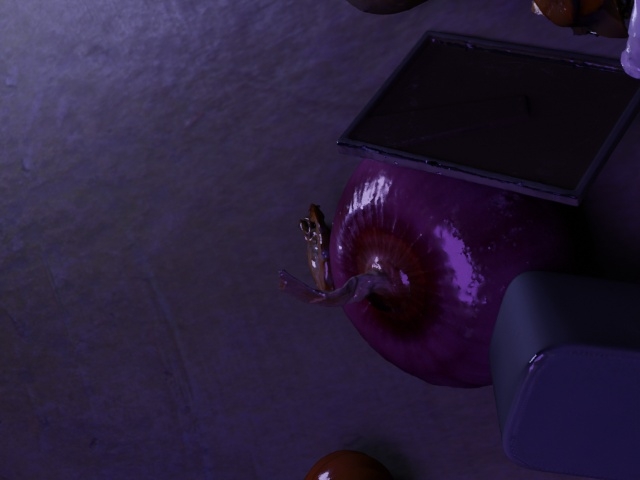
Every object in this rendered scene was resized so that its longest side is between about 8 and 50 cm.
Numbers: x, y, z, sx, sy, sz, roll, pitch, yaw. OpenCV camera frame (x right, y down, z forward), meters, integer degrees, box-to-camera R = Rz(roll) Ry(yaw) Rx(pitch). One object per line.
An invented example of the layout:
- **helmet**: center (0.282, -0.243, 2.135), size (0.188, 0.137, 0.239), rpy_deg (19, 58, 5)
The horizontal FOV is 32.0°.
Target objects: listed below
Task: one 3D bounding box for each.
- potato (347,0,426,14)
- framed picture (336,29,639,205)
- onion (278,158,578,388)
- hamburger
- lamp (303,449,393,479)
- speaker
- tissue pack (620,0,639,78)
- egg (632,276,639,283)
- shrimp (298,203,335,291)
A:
- **potato**: center (0.122, -0.407, 1.430), size (0.296, 0.141, 0.192), rpy_deg (-23, 100, 34)
- **framed picture**: center (0.219, -0.163, 1.394), size (0.335, 0.247, 0.022), rpy_deg (16, 143, 33)
- **onion**: center (0.159, 0.043, 1.480), size (0.358, 0.345, 0.358), rpy_deg (27, 149, 18)
- **hamburger**: center (0.305, -0.349, 1.260), size (0.262, 0.138, 0.243), rpy_deg (-120, 9, -61)
- **lamp**: center (0.047, 0.450, 1.799), size (0.223, 0.196, 0.223), rpy_deg (-179, 90, -73)
- **speaker**: center (0.400, 0.161, 1.281), size (0.406, 0.184, 0.183), rpy_deg (8, 120, -7)
- **tissue pack**: center (0.514, -0.227, 1.106), size (0.356, 0.266, 0.194), rpy_deg (21, 120, 30)
- **egg**: center (0.428, 0.095, 1.412), size (0.103, 0.103, 0.135), rpy_deg (38, 126, 21)
- **shrimp**: center (-0.004, 0.001, 1.676), size (0.053, 0.236, 0.133), rpy_deg (-19, 117, 2)
